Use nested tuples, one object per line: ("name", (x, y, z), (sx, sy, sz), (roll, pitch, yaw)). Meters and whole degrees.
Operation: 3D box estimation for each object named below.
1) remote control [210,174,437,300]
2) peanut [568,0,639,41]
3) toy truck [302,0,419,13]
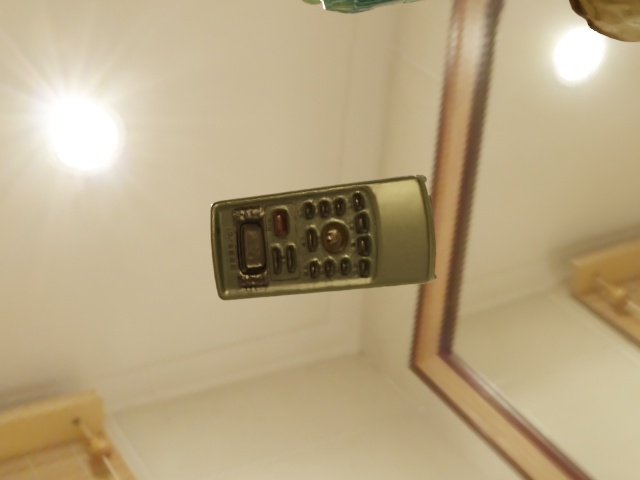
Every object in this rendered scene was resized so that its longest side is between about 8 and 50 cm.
("remote control", (0.000, 0.000, 1.363), (0.038, 0.285, 0.123), (-4, -90, -57))
("peanut", (0.354, -0.304, 1.022), (0.174, 0.158, 0.340), (0, -52, -43))
("toy truck", (0.032, -0.337, 1.048), (0.155, 0.156, 0.278), (-10, -97, 2))
